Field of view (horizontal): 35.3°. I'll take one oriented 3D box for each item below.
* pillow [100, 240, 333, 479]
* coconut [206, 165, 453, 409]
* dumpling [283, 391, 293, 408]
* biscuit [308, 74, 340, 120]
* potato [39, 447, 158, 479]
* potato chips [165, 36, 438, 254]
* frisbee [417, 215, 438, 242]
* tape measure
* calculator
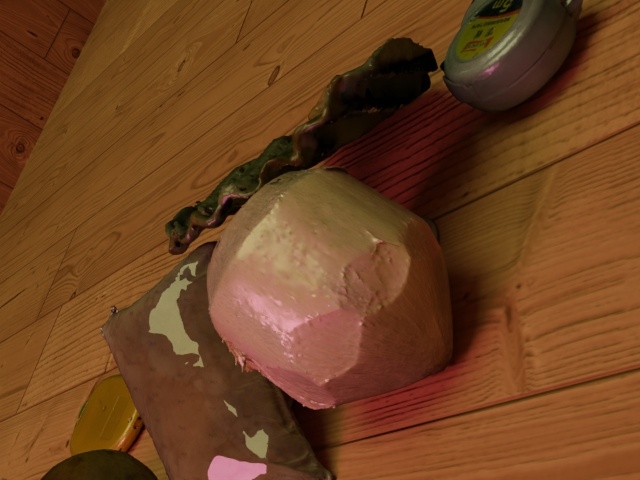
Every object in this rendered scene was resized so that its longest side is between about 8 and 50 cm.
[{"bbox_3d":[-0.121,0.161,1.063,0.185,0.075,0.302,-37,67,21],"label":"pillow"},{"bbox_3d":[0.018,0.052,0.948,0.234,0.224,0.224,46,106,21],"label":"coconut"},{"bbox_3d":[-0.085,0.160,1.154,0.216,0.149,0.105,-47,-11,11],"label":"dumpling"},{"bbox_3d":[0.017,-0.199,1.454,0.081,0.018,0.083,-55,25,5],"label":"biscuit"},{"bbox_3d":[-0.268,0.377,1.124,0.210,0.173,0.307,-45,25,20],"label":"potato"},{"bbox_3d":[-0.017,-0.116,1.159,0.358,0.070,0.429,-32,5,24],"label":"potato chips"},{"bbox_3d":[0.085,0.020,1.085,0.110,0.014,0.110,-41,29,29],"label":"frisbee"},{"bbox_3d":[0.239,-0.204,0.985,0.330,0.084,0.164,9,70,63],"label":"tape measure"},{"bbox_3d":[-0.319,0.267,1.503,0.235,0.032,0.146,-11,51,55],"label":"calculator"}]
